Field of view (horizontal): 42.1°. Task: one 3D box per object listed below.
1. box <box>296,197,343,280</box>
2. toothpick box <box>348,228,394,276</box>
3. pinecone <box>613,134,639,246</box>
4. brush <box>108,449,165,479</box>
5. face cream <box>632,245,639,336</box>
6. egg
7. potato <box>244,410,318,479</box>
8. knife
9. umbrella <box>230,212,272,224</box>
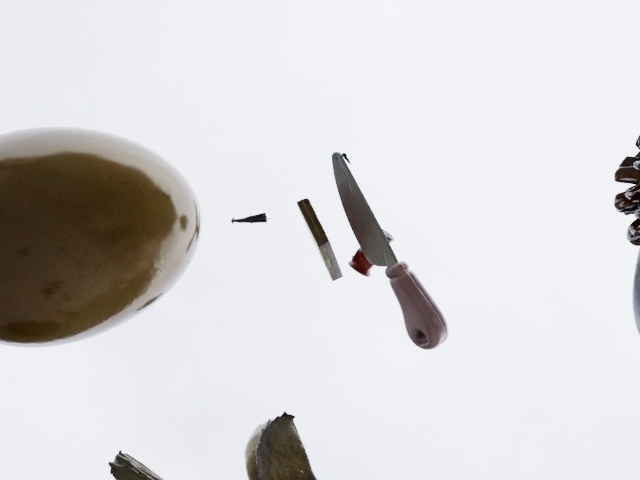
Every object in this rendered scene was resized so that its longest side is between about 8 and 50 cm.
[{"bbox_3d":[0.000,0.000,1.348,0.133,0.023,0.090,67,-1,-59],"label":"box"},{"bbox_3d":[0.084,0.019,1.411,0.047,0.047,0.083,35,-79,10],"label":"toothpick box"},{"bbox_3d":[0.554,-0.068,1.218,0.264,0.264,0.264,14,-58,24],"label":"pinecone"},{"bbox_3d":[-0.019,0.139,0.357,0.170,0.014,0.043,25,-25,19],"label":"brush"},{"bbox_3d":[0.311,0.042,0.439,0.137,0.420,0.235,14,-88,-11],"label":"face cream"},{"bbox_3d":[-0.298,-0.006,0.959,0.322,0.250,0.250,-9,-63,-9],"label":"egg"},{"bbox_3d":[-0.075,0.467,1.591,0.098,0.138,0.243,-40,-109,46],"label":"potato"},{"bbox_3d":[0.097,0.016,1.286,0.336,0.043,0.081,62,-35,5],"label":"knife"},{"bbox_3d":[-0.136,-0.041,1.644,0.083,0.031,0.020,-9,-87,-9],"label":"umbrella"}]
